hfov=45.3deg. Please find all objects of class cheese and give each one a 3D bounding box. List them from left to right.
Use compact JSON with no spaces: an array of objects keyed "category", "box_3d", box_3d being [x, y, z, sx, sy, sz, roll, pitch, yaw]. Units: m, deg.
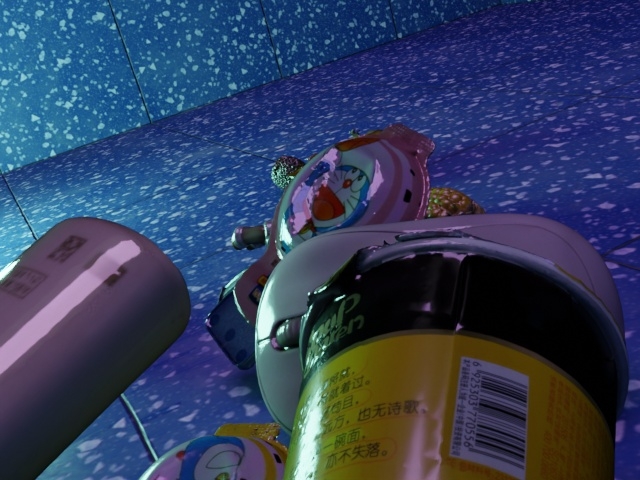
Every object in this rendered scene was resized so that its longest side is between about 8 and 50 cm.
[{"category":"cheese","box_3d":[-0.091,0.213,0.507,0.157,0.064,0.250,-7,34,26]},{"category":"cheese","box_3d":[0.000,0.000,0.746,0.286,0.074,0.189,-47,42,-1]}]

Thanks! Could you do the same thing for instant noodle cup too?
[{"category":"instant noodle cup","box_3d":[0.064,0.140,0.406,0.216,0.215,0.236,-9,28,19]}]

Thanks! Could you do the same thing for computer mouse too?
[{"category":"computer mouse","box_3d":[0.081,0.070,0.595,0.297,0.184,0.121,-2,-15,13]}]

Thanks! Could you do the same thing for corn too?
[{"category":"corn","box_3d":[0.107,-0.026,0.960,0.091,0.091,0.260,-28,18,-23]}]

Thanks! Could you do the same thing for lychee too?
[{"category":"lychee","box_3d":[-0.053,-0.120,1.361,0.067,0.068,0.083,-29,42,-32]}]

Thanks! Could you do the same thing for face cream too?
[{"category":"face cream","box_3d":[-0.206,0.130,0.311,0.348,0.081,0.174,-47,15,-27]}]

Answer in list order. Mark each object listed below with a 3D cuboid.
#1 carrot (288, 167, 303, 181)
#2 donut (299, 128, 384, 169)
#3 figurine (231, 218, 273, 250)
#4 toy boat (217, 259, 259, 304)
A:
[{"category":"carrot","box_3d":[0.036,-0.015,0.857,0.082,0.173,0.082,-28,10,6]},{"category":"donut","box_3d":[0.051,-0.126,1.294,0.181,0.078,0.146,-35,26,-29]},{"category":"figurine","box_3d":[-0.021,0.008,0.971,0.197,0.093,0.147,-11,-3,35]},{"category":"toy boat","box_3d":[0.007,0.056,0.815,0.299,0.096,0.061,-6,31,30]}]
